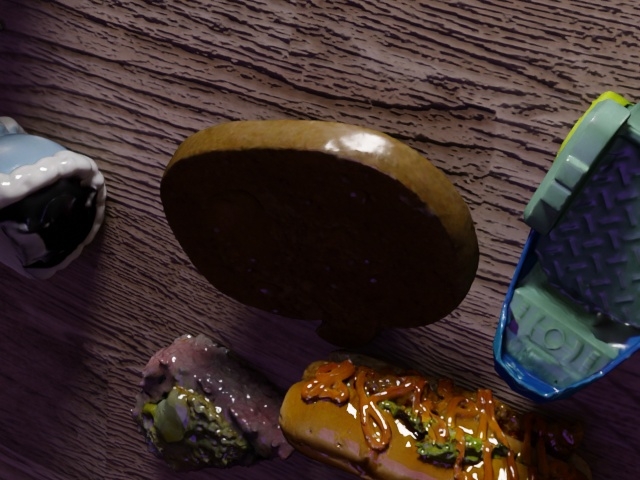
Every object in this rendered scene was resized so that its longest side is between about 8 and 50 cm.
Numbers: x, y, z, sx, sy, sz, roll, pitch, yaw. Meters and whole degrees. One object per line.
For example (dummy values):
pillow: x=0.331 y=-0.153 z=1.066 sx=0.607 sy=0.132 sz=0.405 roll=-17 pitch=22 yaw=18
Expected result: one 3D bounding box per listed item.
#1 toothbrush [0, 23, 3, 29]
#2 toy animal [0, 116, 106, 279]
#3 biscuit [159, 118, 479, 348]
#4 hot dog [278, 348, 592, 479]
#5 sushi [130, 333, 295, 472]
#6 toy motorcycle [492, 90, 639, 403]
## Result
toothbrush: x=-0.498 y=-0.267 z=1.357 sx=0.194 sy=0.014 sz=0.017 roll=-13 pitch=102 yaw=34
toy animal: x=-0.389 y=-0.067 z=1.281 sx=0.204 sy=0.156 sz=0.208 roll=28 pitch=152 yaw=22
biscuit: x=0.001 y=-0.001 z=1.079 sx=0.367 sy=0.063 sz=0.314 roll=2 pitch=136 yaw=32
hot dog: x=0.124 y=0.208 z=1.077 sx=0.349 sy=0.158 sz=0.117 roll=20 pitch=121 yaw=24
sushi: x=-0.141 y=0.240 z=1.288 sx=0.241 sy=0.107 sz=0.161 roll=33 pitch=126 yaw=16
toy motorcycle: x=0.251 y=0.043 z=0.914 sx=0.191 sy=0.200 sz=0.326 roll=36 pitch=121 yaw=14
